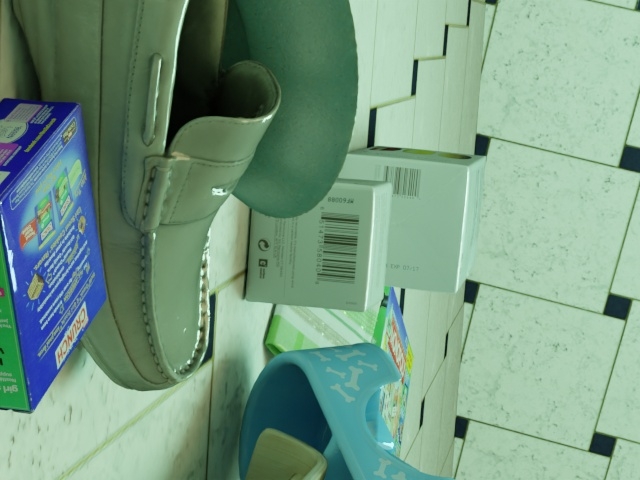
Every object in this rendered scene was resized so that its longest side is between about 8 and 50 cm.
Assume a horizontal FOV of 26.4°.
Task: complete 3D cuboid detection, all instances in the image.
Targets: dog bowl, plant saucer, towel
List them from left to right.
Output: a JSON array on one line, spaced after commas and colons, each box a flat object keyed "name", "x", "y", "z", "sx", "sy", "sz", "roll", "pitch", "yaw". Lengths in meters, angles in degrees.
[{"name": "plant saucer", "x": -0.050, "y": -0.104, "z": 0.742, "sx": 0.037, "sy": 0.195, "sz": 0.195, "roll": -14, "pitch": 117, "yaw": -33}, {"name": "towel", "x": 0.003, "y": 0.065, "z": 1.234, "sx": 0.113, "sy": 0.023, "sz": 0.152, "roll": 41, "pitch": 45, "yaw": -26}, {"name": "dog bowl", "x": 0.016, "y": 0.196, "z": 1.017, "sx": 0.166, "sy": 0.074, "sz": 0.297, "roll": -64, "pitch": -149, "yaw": 27}]

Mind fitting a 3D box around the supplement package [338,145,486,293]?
[{"name": "supplement package", "x": 0.101, "y": -0.030, "z": 1.501, "sx": 0.244, "sy": 0.139, "sz": 0.133, "roll": -30, "pitch": 126, "yaw": -78}]

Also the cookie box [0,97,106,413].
[{"name": "cookie box", "x": -0.132, "y": 0.006, "z": 0.595, "sx": 0.092, "sy": 0.040, "sz": 0.107, "roll": -67, "pitch": 159, "yaw": -56}]

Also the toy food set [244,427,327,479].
[{"name": "toy food set", "x": -0.088, "y": 0.256, "z": 0.875, "sx": 0.306, "sy": 0.092, "sz": 0.219, "roll": -20, "pitch": 127, "yaw": -76}]

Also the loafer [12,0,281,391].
[{"name": "loafer", "x": -0.076, "y": -0.056, "z": 0.663, "sx": 0.112, "sy": 0.112, "sz": 0.319, "roll": -69, "pitch": 161, "yaw": -53}]

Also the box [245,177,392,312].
[{"name": "box", "x": 0.000, "y": 0.000, "z": 1.100, "sx": 0.087, "sy": 0.102, "sz": 0.101, "roll": -21, "pitch": 115, "yaw": -75}]

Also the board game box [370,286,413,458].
[{"name": "board game box", "x": 0.067, "y": 0.197, "z": 1.685, "sx": 0.317, "sy": 0.046, "sz": 0.213, "roll": 67, "pitch": 32, "yaw": -68}]
